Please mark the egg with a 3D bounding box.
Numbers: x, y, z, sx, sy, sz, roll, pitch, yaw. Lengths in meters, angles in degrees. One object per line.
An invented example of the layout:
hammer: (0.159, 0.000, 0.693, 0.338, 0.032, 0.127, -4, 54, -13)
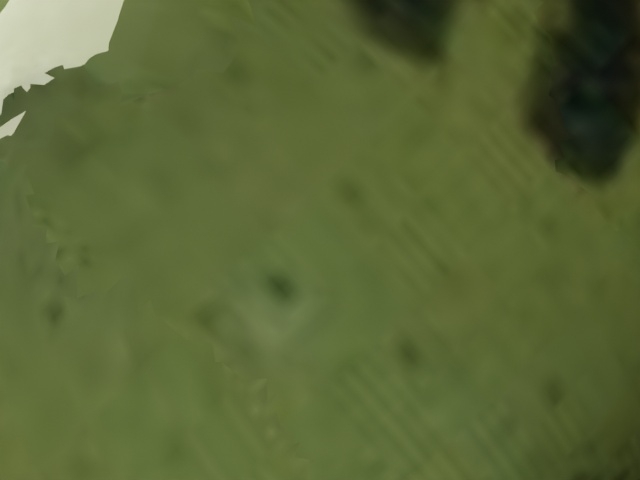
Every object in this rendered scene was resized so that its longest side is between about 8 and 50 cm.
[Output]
egg: (0.000, 0.000, 0.506, 0.428, 0.345, 0.345, -56, 2, -32)
